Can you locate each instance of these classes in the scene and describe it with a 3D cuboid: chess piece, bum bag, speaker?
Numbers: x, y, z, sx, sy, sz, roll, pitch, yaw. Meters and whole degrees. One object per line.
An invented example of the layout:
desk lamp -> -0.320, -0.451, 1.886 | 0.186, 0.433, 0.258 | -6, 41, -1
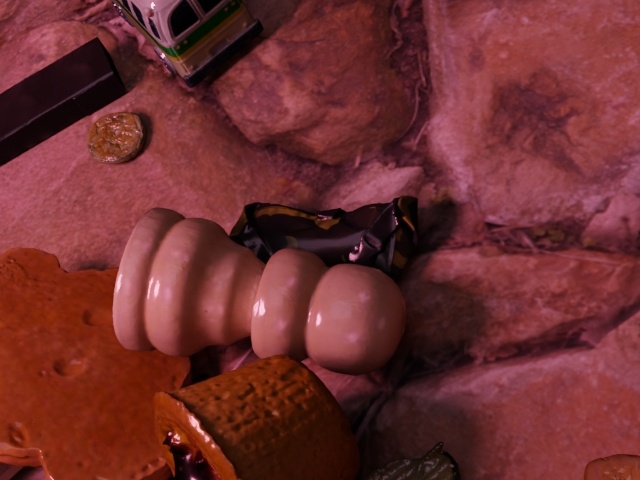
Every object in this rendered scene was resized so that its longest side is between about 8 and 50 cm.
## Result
chess piece -> -0.057, 0.065, 1.483 | 0.299, 0.167, 0.167 | 10, 64, 14
bum bag -> 0.000, 0.000, 1.568 | 0.232, 0.060, 0.107 | -3, 66, 21
speaker -> -0.370, -0.180, 1.840 | 0.218, 0.044, 0.082 | -31, 54, 3

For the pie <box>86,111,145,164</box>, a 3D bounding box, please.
pie -> -0.265, -0.131, 1.782 | 0.084, 0.021, 0.084 | -8, 59, 13

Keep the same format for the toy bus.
toy bus -> -0.214, -0.347, 1.804 | 0.133, 0.165, 0.276 | -40, 55, -6

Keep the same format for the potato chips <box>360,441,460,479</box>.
potato chips -> 0.051, 0.281, 1.397 | 0.207, 0.028, 0.092 | -27, 53, 3

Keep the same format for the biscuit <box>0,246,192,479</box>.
biscuit -> -0.287, 0.146, 1.550 | 0.269, 0.051, 0.376 | -17, 51, -22

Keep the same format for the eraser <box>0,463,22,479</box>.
eraser -> -0.514, 0.333, 1.554 | 0.404, 0.098, 0.096 | -41, 53, -6

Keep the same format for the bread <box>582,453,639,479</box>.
bread -> 0.287, 0.260, 1.297 | 0.082, 0.056, 0.115 | -10, 51, 16

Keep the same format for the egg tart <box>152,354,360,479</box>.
egg tart -> -0.066, 0.216, 1.378 | 0.170, 0.215, 0.215 | -31, 51, -21
